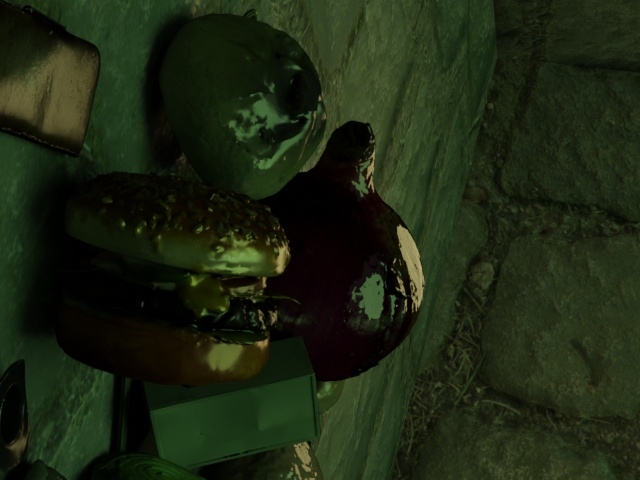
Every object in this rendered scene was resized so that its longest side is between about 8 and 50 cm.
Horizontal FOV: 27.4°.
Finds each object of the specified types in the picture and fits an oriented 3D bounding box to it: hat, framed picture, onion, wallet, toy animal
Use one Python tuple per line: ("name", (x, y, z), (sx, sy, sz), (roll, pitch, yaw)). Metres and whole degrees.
("hat", (-0.342, 0.183, 1.381), (0.121, 0.050, 0.121), (3, 90, -78))
("framed picture", (-0.242, 0.291, 1.856), (0.232, 0.019, 0.296), (-29, 127, -70))
("onion", (0.000, 0.000, 1.915), (0.348, 0.347, 0.385), (-46, 156, -64))
("wallet", (-0.300, -0.170, 1.379), (0.255, 0.031, 0.137), (20, 79, -75))
("toy animal", (-0.092, 0.432, 2.152), (0.226, 0.188, 0.358), (72, 30, -47))

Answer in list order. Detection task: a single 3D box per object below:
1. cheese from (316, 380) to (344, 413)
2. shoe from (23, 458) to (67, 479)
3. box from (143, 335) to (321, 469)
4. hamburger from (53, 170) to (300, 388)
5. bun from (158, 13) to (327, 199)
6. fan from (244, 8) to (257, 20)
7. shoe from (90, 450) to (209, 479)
("cheese", (-0.068, 0.194, 2.071), (0.235, 0.217, 0.117), (-98, -160, -64))
("shoe", (-0.286, 0.349, 1.540), (0.228, 0.125, 0.099), (81, 26, -51))
("box", (-0.120, 0.222, 1.782), (0.086, 0.225, 0.130), (-111, -167, -49))
("hamburger", (-0.169, 0.037, 1.514), (0.291, 0.290, 0.225), (-10, 113, -74))
("bun", (-0.095, -0.190, 1.768), (0.273, 0.168, 0.273), (32, 50, -48))
("fan", (-0.127, -0.257, 1.983), (0.220, 0.009, 0.132), (-64, 155, -49))
("shoe", (-0.178, 0.365, 1.698), (0.128, 0.262, 0.140), (-71, -163, -4))
